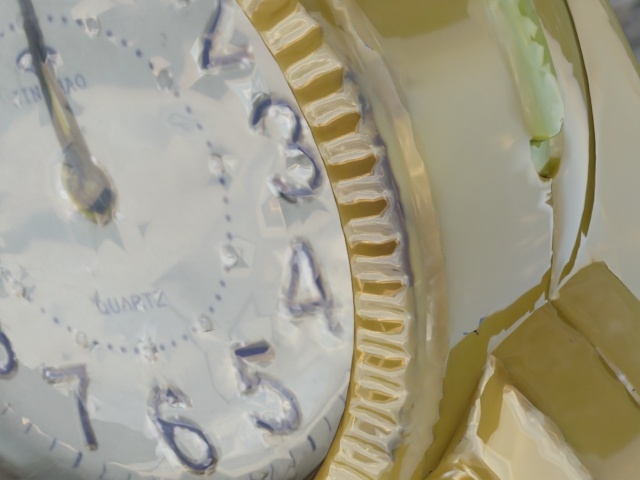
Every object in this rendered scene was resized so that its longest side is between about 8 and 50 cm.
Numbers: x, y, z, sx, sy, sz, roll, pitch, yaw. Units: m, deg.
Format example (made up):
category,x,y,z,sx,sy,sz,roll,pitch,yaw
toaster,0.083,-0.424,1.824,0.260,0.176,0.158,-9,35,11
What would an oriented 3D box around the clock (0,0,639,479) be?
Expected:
category,x,y,z,sx,sy,sz,roll,pitch,yaw
clock,-0.018,0.010,0.501,0.244,0.317,0.200,-12,-162,37
